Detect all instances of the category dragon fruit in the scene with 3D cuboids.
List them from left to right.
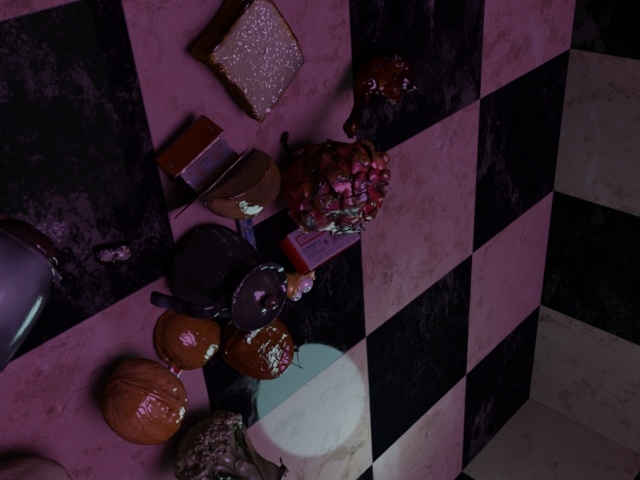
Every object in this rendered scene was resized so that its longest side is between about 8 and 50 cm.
[{"bbox_3d":[0.048,-0.156,1.858,0.291,0.269,0.250,-24,145,14],"label":"dragon fruit"}]

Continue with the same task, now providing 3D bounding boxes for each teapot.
[{"bbox_3d":[-0.644,0.073,1.257,0.315,0.233,0.312,43,67,-22],"label":"teapot"},{"bbox_3d":[-0.225,0.092,1.672,0.305,0.285,0.223,25,89,-53],"label":"teapot"}]

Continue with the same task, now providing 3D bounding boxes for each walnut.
[{"bbox_3d":[-0.420,0.385,1.688,0.193,0.193,0.225,-46,136,-23],"label":"walnut"},{"bbox_3d":[-0.324,0.257,1.801,0.167,0.087,0.211,-59,141,-12],"label":"walnut"}]

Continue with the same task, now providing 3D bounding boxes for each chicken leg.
[{"bbox_3d":[0.148,-0.422,1.966,0.407,0.096,0.158,-49,119,-44],"label":"chicken leg"}]

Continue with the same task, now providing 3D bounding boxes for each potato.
[{"bbox_3d":[-0.173,-0.111,1.742,0.243,0.098,0.138,-50,145,-39],"label":"potato"}]

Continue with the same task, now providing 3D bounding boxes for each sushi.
[{"bbox_3d":[-0.457,0.033,1.564,0.083,0.044,0.045,-13,117,-44],"label":"sushi"}]

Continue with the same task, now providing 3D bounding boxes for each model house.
[{"bbox_3d":[-0.295,-0.171,1.603,0.219,0.207,0.136,-44,102,-11],"label":"model house"}]

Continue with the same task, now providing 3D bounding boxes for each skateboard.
[{"bbox_3d":[-0.061,0.357,2.218,0.064,0.032,0.083,-37,132,-46],"label":"skateboard"}]

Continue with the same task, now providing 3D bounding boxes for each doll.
[{"bbox_3d":[-0.119,0.124,1.980,0.291,0.086,0.117,4,136,-51],"label":"doll"}]

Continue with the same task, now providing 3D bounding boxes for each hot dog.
[{"bbox_3d":[-0.174,0.284,1.973,0.196,0.122,0.272,-52,144,-14],"label":"hot dog"}]

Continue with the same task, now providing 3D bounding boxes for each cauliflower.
[{"bbox_3d":[-0.265,0.623,1.932,0.327,0.281,0.260,-42,171,-50],"label":"cauliflower"}]

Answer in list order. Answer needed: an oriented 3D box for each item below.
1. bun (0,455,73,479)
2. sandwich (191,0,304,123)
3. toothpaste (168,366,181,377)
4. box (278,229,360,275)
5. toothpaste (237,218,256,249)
[{"bbox_3d":[-0.671,0.631,1.494,0.361,0.213,0.361,-26,129,-37],"label":"bun"},{"bbox_3d":[-0.160,-0.433,1.632,0.226,0.087,0.251,-56,144,-10],"label":"sandwich"},{"bbox_3d":[-0.404,0.390,1.830,0.048,0.031,0.190,37,76,-49],"label":"toothpaste"},{"bbox_3d":[0.000,0.000,2.029,0.229,0.123,0.050,-32,174,-36],"label":"box"},{"bbox_3d":[-0.194,-0.018,1.857,0.057,0.035,0.197,-39,134,-44],"label":"toothpaste"}]
